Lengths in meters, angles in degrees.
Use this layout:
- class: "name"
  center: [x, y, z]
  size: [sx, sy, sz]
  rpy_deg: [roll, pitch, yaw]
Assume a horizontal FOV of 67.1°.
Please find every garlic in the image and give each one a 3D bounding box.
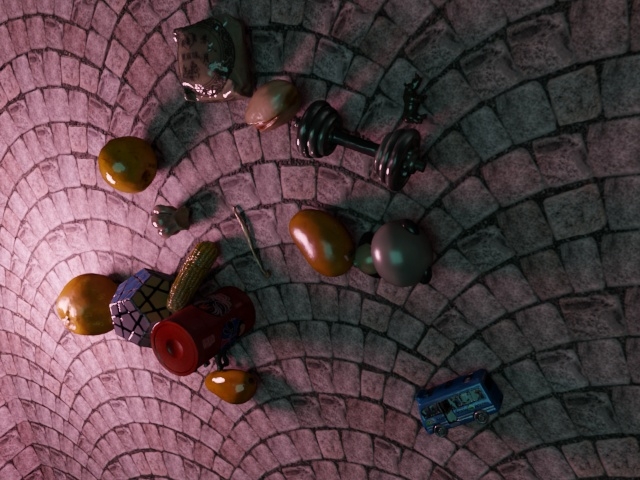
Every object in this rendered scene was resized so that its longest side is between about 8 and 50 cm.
- class: "garlic"
  center: [-0.585, -0.079, 1.816]
  size: [0.194, 0.127, 0.131]
  rpy_deg: [9, 114, 45]

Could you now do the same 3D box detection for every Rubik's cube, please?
- class: "Rubik's cube"
  center: [-0.636, 0.260, 1.848]
  size: [0.319, 0.318, 0.264]
  rpy_deg: [-16, 124, 30]

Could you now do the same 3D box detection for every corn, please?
- class: "corn"
  center: [-0.465, 0.133, 1.751]
  size: [0.101, 0.101, 0.291]
  rpy_deg: [19, 74, 21]

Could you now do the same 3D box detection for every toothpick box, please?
- class: "toothpick box"
  center: [-0.403, 0.309, 1.705]
  size: [0.204, 0.333, 0.203]
  rpy_deg: [8, 109, 25]

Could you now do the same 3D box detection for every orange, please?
- class: "orange"
  center: [-0.970, 0.275, 2.042]
  size: [0.279, 0.235, 0.278]
  rpy_deg: [12, 112, 32]

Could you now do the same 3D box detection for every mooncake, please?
- class: "mooncake"
  center: [-0.345, -0.566, 1.532]
  size: [0.255, 0.136, 0.249]
  rpy_deg: [-2, 100, 27]

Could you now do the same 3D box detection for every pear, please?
- class: "pear"
  center: [-0.706, -0.282, 1.764]
  size: [0.209, 0.209, 0.208]
  rpy_deg: [8, 108, 25]

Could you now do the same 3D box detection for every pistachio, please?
- class: "pistachio"
  center: [-0.144, -0.409, 1.473]
  size: [0.215, 0.144, 0.143]
  rpy_deg: [-29, 90, 42]

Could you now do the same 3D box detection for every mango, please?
- class: "mango"
  center: [-0.352, 0.569, 1.884]
  size: [0.254, 0.113, 0.138]
  rpy_deg: [-6, 110, 32]
- class: "mango"
  center: [0.006, -0.002, 1.517]
  size: [0.254, 0.139, 0.175]
  rpy_deg: [49, 126, 13]

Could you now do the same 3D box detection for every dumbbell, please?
- class: "dumbbell"
  center: [0.106, -0.272, 1.365]
  size: [0.407, 0.179, 0.179]
  rpy_deg: [24, 114, 20]

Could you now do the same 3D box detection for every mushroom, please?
- class: "mushroom"
  center: [-0.250, 0.007, 1.720]
  size: [0.028, 0.026, 0.286]
  rpy_deg: [-27, 90, 15]

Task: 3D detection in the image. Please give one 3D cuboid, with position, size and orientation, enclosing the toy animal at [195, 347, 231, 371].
- class: "toy animal"
  center: [-0.465, 0.438, 1.909]
  size: [0.245, 0.114, 0.146]
  rpy_deg: [-9, 98, 4]

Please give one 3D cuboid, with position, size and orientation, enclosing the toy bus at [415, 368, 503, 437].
- class: "toy bus"
  center: [0.418, 0.493, 1.470]
  size: [0.246, 0.114, 0.134]
  rpy_deg: [-32, 85, 29]

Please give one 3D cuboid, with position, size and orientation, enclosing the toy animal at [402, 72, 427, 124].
- class: "toy animal"
  center: [0.257, -0.390, 1.329]
  size: [0.065, 0.047, 0.135]
  rpy_deg: [12, 116, 32]

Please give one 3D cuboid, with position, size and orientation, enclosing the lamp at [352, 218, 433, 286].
- class: "lamp"
  center: [0.214, 0.042, 1.414]
  size: [0.244, 0.198, 0.197]
  rpy_deg: [-11, 101, 52]
